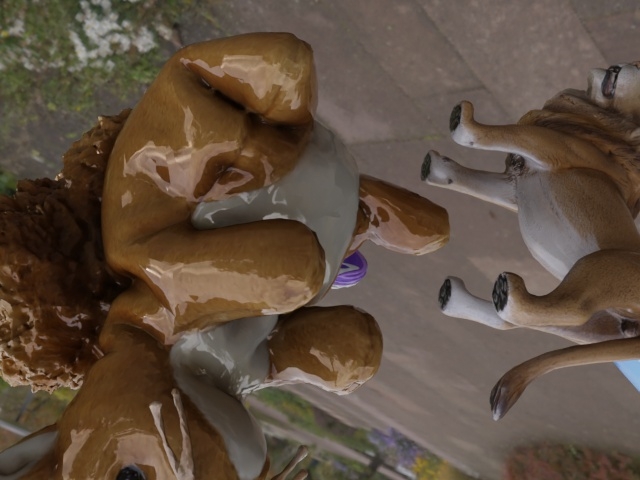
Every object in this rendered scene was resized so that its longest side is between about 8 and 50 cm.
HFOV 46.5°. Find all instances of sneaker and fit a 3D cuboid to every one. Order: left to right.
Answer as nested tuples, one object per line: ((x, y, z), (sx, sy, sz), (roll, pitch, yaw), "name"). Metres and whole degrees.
((0.000, 0.000, 0.858), (0.071, 0.068, 0.170), (-6, 144, 47), "sneaker")

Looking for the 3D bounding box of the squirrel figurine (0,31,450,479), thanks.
((-0.138, 0.061, 0.627), (0.396, 0.371, 0.281), (9, 158, 32), "squirrel figurine")

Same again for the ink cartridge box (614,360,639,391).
((0.603, 0.081, 0.996), (0.166, 0.285, 0.395), (51, 166, 12), "ink cartridge box")

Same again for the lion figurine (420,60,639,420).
((0.225, -0.009, 0.641), (0.240, 0.392, 0.142), (12, 140, -10), "lion figurine")
